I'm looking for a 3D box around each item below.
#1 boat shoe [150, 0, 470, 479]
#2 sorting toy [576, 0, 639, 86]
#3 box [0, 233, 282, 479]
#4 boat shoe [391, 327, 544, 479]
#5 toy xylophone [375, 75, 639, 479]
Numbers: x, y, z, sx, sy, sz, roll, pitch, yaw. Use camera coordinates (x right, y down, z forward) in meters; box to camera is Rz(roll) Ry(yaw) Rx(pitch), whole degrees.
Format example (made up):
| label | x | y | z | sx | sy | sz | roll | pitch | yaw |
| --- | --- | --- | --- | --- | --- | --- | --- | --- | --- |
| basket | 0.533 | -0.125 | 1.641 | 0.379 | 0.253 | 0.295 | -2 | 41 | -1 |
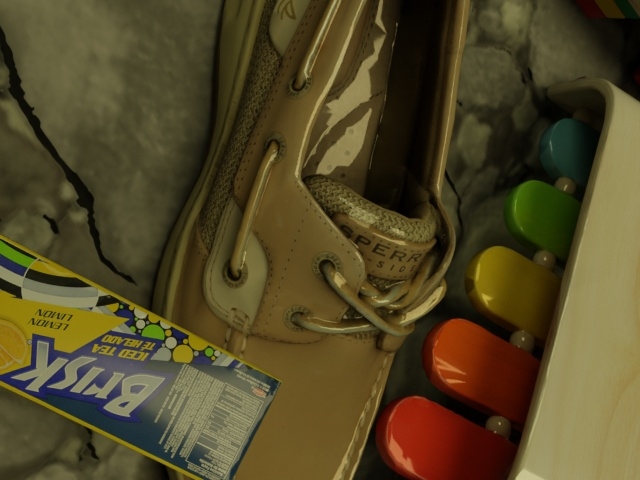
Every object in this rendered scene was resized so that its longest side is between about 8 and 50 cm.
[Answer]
| label | x | y | z | sx | sy | sz | roll | pitch | yaw |
| --- | --- | --- | --- | --- | --- | --- | --- | --- | --- |
| boat shoe | 0.000 | 0.000 | 0.552 | 0.121 | 0.110 | 0.341 | 2 | 97 | -36 |
| sorting toy | 0.273 | -0.197 | 0.730 | 0.257 | 0.089 | 0.255 | 42 | 73 | -33 |
| box | -0.106 | 0.043 | 0.478 | 0.169 | 0.059 | 0.054 | 29 | 80 | -11 |
| boat shoe | 0.099 | 0.116 | 0.684 | 0.178 | 0.064 | 0.060 | -47 | 155 | -30 |
| toy xylophone | 0.179 | 0.067 | 0.643 | 0.236 | 0.081 | 0.323 | 36 | 64 | -16 |
